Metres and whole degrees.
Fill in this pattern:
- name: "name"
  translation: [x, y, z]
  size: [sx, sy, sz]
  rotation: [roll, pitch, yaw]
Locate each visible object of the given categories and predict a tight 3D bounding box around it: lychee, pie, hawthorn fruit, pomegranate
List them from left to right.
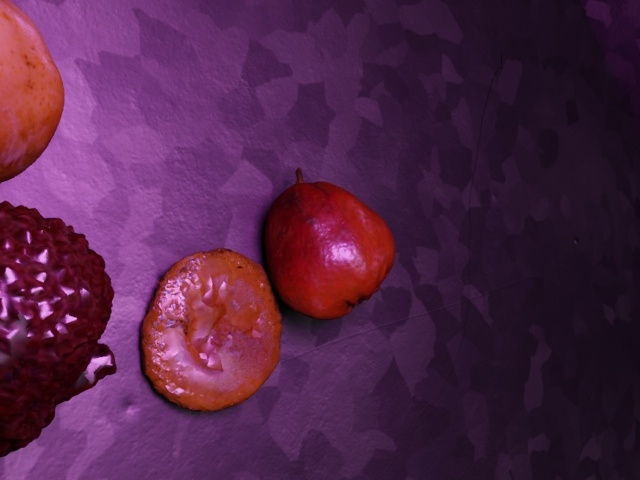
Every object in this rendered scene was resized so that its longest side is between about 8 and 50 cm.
- name: "pomegranate"
  translation: [-0.445, -0.177, 0.868]
  size: [0.307, 0.307, 0.307]
  rotation: [6, 81, -40]
- name: "lychee"
  translation: [-0.395, 0.097, 0.876]
  size: [0.330, 0.306, 0.306]
  rotation: [27, 66, -9]
- name: "pie"
  translation: [-0.165, 0.139, 1.210]
  size: [0.273, 0.069, 0.273]
  rotation: [10, 74, -37]
- name: "hawthorn fruit"
  translation: [0.000, 0.000, 1.286]
  size: [0.224, 0.224, 0.261]
  rotation: [-25, 85, -39]
